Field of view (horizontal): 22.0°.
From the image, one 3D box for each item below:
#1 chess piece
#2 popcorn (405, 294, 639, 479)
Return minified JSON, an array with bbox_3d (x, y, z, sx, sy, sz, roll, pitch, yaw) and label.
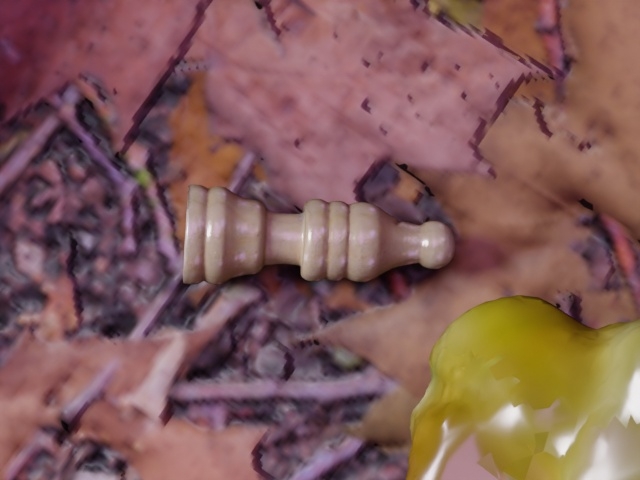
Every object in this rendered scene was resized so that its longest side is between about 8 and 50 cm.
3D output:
[{"bbox_3d":[0.000,0.000,0.561,0.092,0.035,0.035,3,77,-4],"label":"chess piece"},{"bbox_3d":[0.114,0.125,0.443,0.252,0.215,0.286,38,81,2],"label":"popcorn"}]
